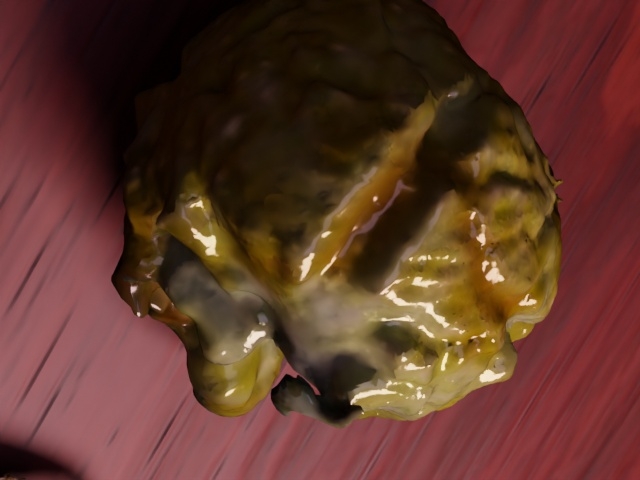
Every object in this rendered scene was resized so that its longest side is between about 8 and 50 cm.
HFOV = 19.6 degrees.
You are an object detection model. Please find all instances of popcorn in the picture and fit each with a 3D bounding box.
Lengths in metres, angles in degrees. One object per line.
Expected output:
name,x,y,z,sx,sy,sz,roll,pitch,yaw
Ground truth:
popcorn,0.000,0.000,0.754,0.212,0.198,0.198,-34,133,31

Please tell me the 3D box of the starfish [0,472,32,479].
starfish,-0.191,0.130,0.781,0.227,0.043,0.240,18,100,-36
